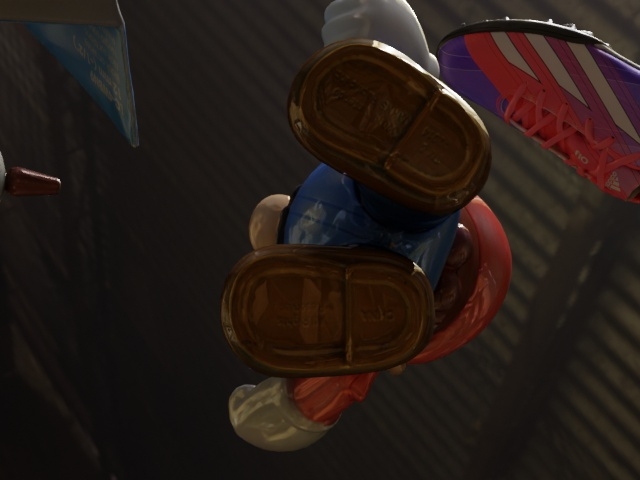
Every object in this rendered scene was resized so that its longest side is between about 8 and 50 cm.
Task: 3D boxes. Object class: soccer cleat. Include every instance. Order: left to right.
[{"bbox_3d":[0.240,-0.099,0.988,0.318,0.116,0.109,20,-21,12],"label":"soccer cleat"}]

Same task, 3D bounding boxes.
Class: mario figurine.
[{"bbox_3d":[0.000,0.000,0.583,0.170,0.198,0.320,55,0,8],"label":"mario figurine"}]

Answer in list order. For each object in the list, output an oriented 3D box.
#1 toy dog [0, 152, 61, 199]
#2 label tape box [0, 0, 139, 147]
[{"bbox_3d":[-0.314,-0.116,0.965,0.334,0.160,0.220,99,-19,-62],"label":"toy dog"},{"bbox_3d":[-0.205,-0.218,0.510,0.249,0.115,0.348,46,-29,40],"label":"label tape box"}]
